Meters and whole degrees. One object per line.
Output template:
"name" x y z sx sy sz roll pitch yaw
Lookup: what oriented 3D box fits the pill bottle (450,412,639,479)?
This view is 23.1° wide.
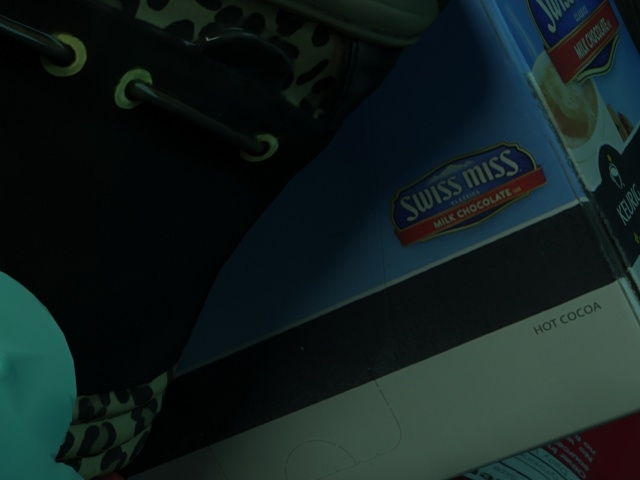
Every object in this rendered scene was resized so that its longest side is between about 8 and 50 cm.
"pill bottle" 0.073 0.208 0.925 0.229 0.229 0.407 63 25 -8

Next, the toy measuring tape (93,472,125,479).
"toy measuring tape" -0.095 0.210 0.700 0.330 0.121 0.121 62 25 1

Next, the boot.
"boot" -0.163 -0.051 0.579 0.377 0.284 0.138 11 32 -33

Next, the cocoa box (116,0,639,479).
"cocoa box" 0.000 0.000 0.814 0.228 0.347 0.231 63 25 -6

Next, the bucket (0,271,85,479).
"bucket" -0.215 0.086 0.412 0.281 0.281 0.183 67 23 1
